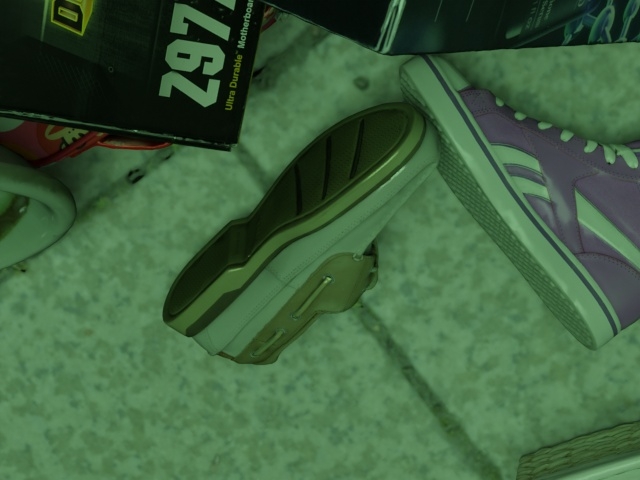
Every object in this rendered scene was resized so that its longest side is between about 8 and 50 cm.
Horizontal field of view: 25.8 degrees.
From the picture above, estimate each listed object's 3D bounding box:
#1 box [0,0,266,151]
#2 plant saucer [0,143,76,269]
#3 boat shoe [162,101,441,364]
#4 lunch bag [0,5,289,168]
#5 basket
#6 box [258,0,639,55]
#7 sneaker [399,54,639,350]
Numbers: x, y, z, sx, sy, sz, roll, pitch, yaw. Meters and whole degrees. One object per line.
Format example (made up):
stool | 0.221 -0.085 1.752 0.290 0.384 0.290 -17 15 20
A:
box | -0.157 -0.237 0.995 0.257 0.079 0.322 8 116 -12
plant saucer | -0.398 -0.029 1.087 0.401 0.400 0.100 -15 78 10
boat shoe | 0.000 0.000 1.163 0.103 0.113 0.302 36 126 -23
lunch bag | -0.175 -0.196 1.134 0.293 0.120 0.258 -30 99 12
basket | 0.256 0.226 1.198 0.167 0.103 0.113 -18 101 10
box | 0.103 -0.294 0.903 0.212 0.395 0.293 28 113 28
sneaker | 0.196 -0.066 1.150 0.161 0.102 0.282 -39 92 -5
